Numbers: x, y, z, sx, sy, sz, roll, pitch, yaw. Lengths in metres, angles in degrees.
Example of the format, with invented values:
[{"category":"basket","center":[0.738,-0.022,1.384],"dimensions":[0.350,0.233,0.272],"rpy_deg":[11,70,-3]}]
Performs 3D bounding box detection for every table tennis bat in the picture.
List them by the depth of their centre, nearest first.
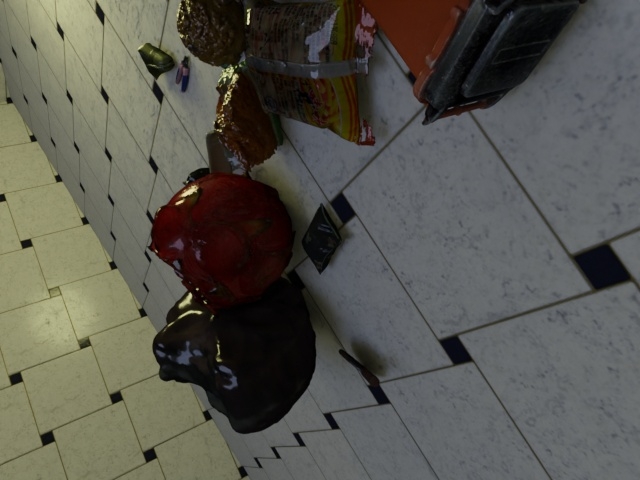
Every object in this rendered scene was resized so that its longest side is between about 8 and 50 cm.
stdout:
[{"category":"table tennis bat","center":[0.121,0.240,1.075],"dimensions":[0.107,0.119,0.170],"rpy_deg":[39,174,-12]}]

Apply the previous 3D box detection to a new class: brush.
[{"category":"brush","center":[-0.253,-0.140,1.260],"dimensions":[0.050,0.060,0.321],"rpy_deg":[48,147,39]}]

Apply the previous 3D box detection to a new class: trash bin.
[{"category":"trash bin","center":[0.132,-0.267,0.540],"dimensions":[0.238,0.161,0.184],"rpy_deg":[56,148,23]}]

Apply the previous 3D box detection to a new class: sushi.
[{"category":"sushi","center":[-0.323,-0.145,1.328],"dimensions":[0.056,0.085,0.083],"rpy_deg":[41,142,27]}]

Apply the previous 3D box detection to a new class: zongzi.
[{"category":"zongzi","center":[-0.405,-0.434,1.261],"dimensions":[0.104,0.052,0.113],"rpy_deg":[38,155,23]}]

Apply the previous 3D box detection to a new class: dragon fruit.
[{"category":"dragon fruit","center":[-0.209,0.001,1.087],"dimensions":[0.296,0.302,0.295],"rpy_deg":[36,147,29]}]

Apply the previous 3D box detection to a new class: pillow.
[{"category":"pillow","center":[-0.001,0.000,1.020],"dimensions":[0.090,0.048,0.150],"rpy_deg":[50,149,14]}]

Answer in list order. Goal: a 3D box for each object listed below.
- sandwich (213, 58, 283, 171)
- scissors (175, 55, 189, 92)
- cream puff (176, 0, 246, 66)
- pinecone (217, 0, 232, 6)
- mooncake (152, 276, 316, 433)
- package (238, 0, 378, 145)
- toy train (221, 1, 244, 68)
[{"category":"sandwich","center":[-0.157,-0.238,0.956],"dimensions":[0.109,0.160,0.184],"rpy_deg":[5,129,32]},{"category":"scissors","center":[-0.335,-0.409,1.207],"dimensions":[0.039,0.012,0.113],"rpy_deg":[56,148,8]},{"category":"cream puff","center":[-0.201,-0.381,0.886],"dimensions":[0.144,0.103,0.126],"rpy_deg":[50,143,24]},{"category":"pinecone","center":[-0.124,-0.466,0.680],"dimensions":[0.243,0.244,0.257],"rpy_deg":[19,99,47]},{"category":"mooncake","center":[-0.195,0.234,1.182],"dimensions":[0.381,0.350,0.212],"rpy_deg":[7,128,27]},{"category":"package","center":[-0.031,-0.276,0.796],"dimensions":[0.288,0.108,0.223],"rpy_deg":[27,138,41]},{"category":"toy train","center":[-0.179,-0.398,0.973],"dimensions":[0.148,0.038,0.071],"rpy_deg":[-27,92,57]}]
